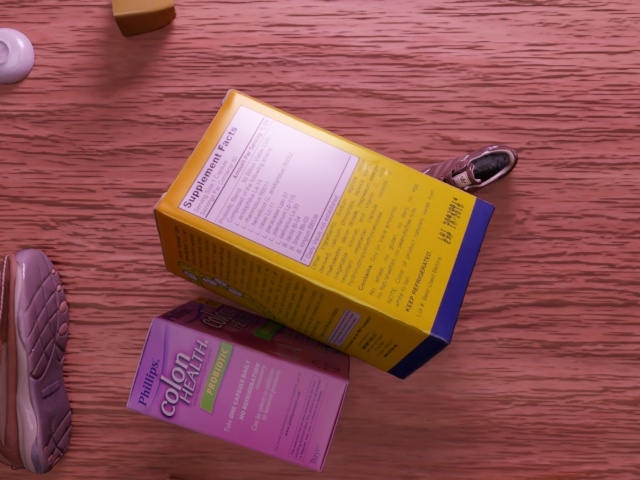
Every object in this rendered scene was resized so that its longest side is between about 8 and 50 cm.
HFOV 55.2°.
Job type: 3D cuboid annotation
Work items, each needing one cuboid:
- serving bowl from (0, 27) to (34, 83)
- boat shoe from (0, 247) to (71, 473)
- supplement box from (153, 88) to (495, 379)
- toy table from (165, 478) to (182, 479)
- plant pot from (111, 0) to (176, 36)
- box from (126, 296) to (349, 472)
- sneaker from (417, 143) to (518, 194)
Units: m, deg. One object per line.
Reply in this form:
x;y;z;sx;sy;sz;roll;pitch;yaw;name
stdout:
-0.473;-0.277;0.911;0.083;0.027;0.083;0;91;2;serving bowl
-0.439;0.174;0.877;0.116;0.123;0.324;-1;90;5;boat shoe
0.000;0.000;0.780;0.357;0.195;0.194;25;64;2;supplement box
-0.168;0.453;0.815;0.274;0.252;0.160;19;87;39;toy table
-0.251;-0.347;0.875;0.083;0.081;0.081;-8;91;-9;plant pot
-0.091;0.175;0.809;0.243;0.213;0.117;17;92;3;box
0.185;-0.087;0.859;0.188;0.071;0.066;-28;90;3;sneaker
